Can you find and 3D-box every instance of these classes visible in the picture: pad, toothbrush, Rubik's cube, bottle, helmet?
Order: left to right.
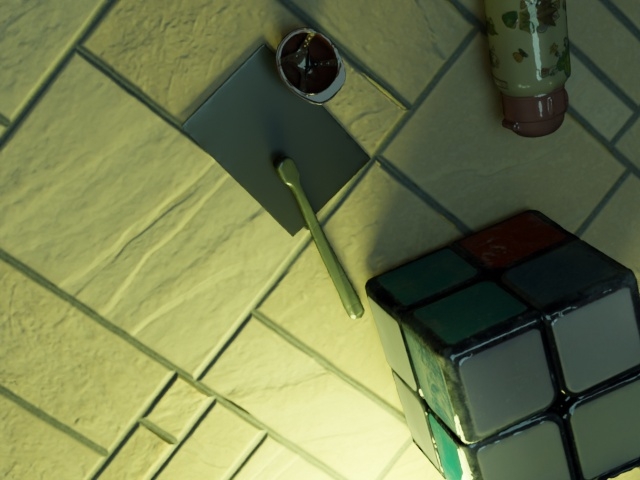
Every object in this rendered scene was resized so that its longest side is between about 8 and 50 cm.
[{"bbox_3d":[-0.059,-0.141,1.887,0.170,0.006,0.245,-45,116,0],"label":"pad"},{"bbox_3d":[-0.021,-0.246,1.836,0.089,0.057,0.111,-42,111,-6],"label":"helmet"},{"bbox_3d":[0.000,0.000,1.939,0.030,0.030,0.297,-35,118,-16],"label":"toothbrush"},{"bbox_3d":[0.286,0.182,1.943,0.316,0.318,0.313,-23,114,-12],"label":"Rubik's cube"},{"bbox_3d":[0.304,-0.275,1.907,0.120,0.120,0.253,-16,113,-14],"label":"bottle"}]
